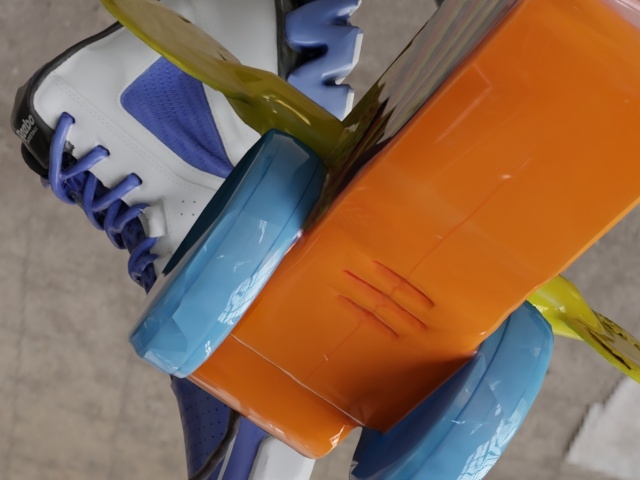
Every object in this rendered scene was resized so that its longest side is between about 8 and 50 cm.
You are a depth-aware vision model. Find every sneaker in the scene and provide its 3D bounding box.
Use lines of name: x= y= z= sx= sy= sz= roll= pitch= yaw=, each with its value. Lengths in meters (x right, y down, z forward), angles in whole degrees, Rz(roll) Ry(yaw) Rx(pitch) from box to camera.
sneaker: x=-0.083 y=-0.016 z=0.875 sx=0.182 sy=0.316 sz=0.127 roll=7 pitch=164 yaw=-11

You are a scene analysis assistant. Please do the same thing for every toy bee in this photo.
toy bee: x=0.000 y=0.000 z=0.461 sx=0.298 sy=0.162 sz=0.195 roll=-27 pitch=112 yaw=27

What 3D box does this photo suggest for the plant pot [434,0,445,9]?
plant pot: x=0.160 y=-0.164 z=0.833 sx=0.187 sy=0.188 sz=0.167 roll=32 pitch=177 yaw=43
